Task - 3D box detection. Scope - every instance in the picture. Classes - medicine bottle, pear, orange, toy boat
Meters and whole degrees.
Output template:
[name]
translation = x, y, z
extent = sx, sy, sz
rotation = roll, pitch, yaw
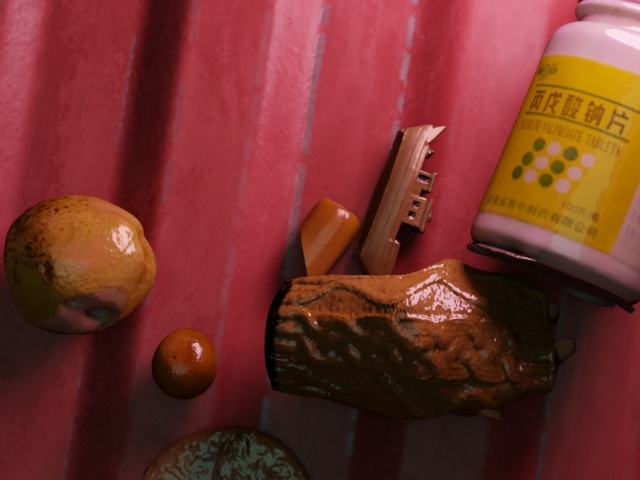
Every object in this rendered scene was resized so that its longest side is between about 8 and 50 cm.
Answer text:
[medicine bottle]
translation = 0.331, -0.127, 1.753
extent = 0.213, 0.213, 0.379
rotation = 22, 86, 3
[pear]
translation = -0.276, 0.028, 1.780
extent = 0.178, 0.178, 0.178
rotation = 0, 85, 1
[orange]
translation = -0.160, 0.145, 1.811
extent = 0.085, 0.085, 0.085
rotation = 0, 85, 1
[toy boat]
translation = 0.100, -0.044, 1.829
extent = 0.072, 0.064, 0.206
rotation = 22, 87, -12

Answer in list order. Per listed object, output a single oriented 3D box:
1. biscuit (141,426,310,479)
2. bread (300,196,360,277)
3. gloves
[biscuit]
translation = -0.114, 0.324, 1.817
extent = 0.219, 0.033, 0.220
rotation = 0, 86, 2
[bread]
translation = -0.001, 0.001, 1.832
extent = 0.062, 0.049, 0.103
rotation = 38, 85, 4
[gloves]
translation = 0.114, 0.123, 1.756
extent = 0.356, 0.155, 0.203
rotation = -1, 113, -3
